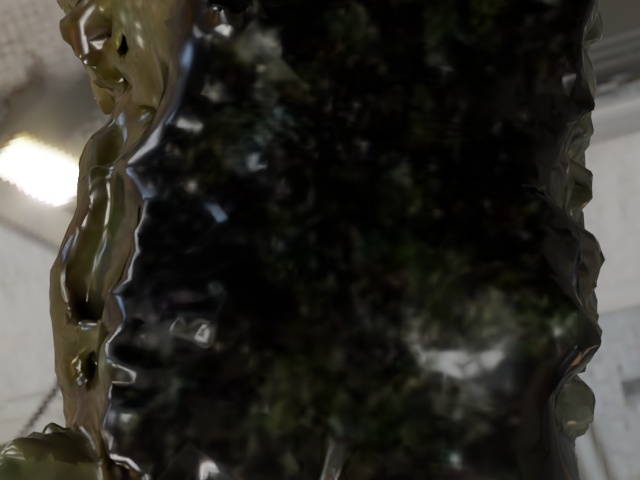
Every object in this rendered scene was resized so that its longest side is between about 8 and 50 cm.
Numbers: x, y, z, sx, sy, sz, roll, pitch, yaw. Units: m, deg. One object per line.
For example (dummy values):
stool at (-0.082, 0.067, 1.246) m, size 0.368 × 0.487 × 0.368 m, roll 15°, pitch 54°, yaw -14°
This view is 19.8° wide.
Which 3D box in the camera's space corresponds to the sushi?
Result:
sushi at (0.000, 0.000, 0.386) m, size 0.147 × 0.115 × 0.212 m, roll 83°, pitch -168°, yaw -68°
